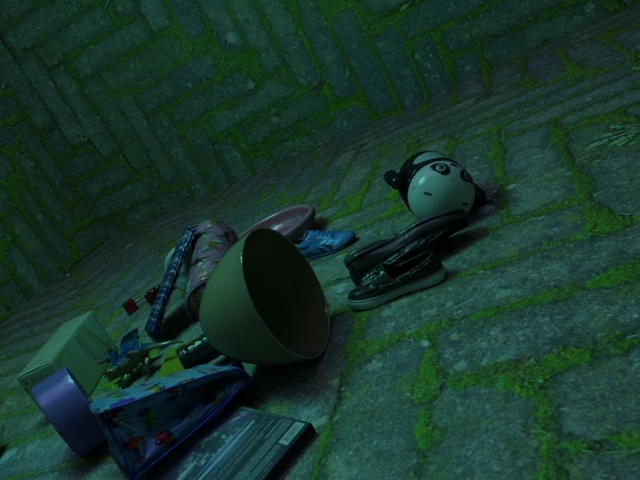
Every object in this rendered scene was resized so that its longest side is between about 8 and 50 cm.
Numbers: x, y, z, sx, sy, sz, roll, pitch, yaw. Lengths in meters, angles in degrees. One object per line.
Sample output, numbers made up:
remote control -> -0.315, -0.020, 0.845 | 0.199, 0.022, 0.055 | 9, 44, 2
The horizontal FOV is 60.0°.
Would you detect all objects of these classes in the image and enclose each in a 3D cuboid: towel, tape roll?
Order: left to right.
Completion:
tape roll -> -0.541, 0.374, 1.215 | 0.080, 0.189, 0.189 | -37, 20, -24
towel -> -0.457, 0.128, 1.686 | 0.243, 0.040, 0.336 | -17, 53, 68
towel -> -0.353, 0.317, 1.379 | 0.102, 0.021, 0.237 | -23, 18, 3

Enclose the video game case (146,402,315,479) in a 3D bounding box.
video game case -> -0.159, 0.366, 0.945 | 0.274, 0.026, 0.196 | -8, 26, 49

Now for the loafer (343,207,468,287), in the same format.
loafer -> 0.206, 0.026, 1.278 | 0.302, 0.095, 0.109 | -24, -24, 8

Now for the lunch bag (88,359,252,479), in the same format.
lunch bag -> -0.284, 0.313, 1.098 | 0.293, 0.138, 0.221 | -27, 2, -29

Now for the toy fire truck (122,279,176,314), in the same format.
toy fire truck -> -0.626, 0.199, 2.059 | 0.135, 0.047, 0.192 | -10, 24, 47

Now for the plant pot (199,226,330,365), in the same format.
plant pot -> -0.138, 0.140, 1.149 | 0.191, 0.284, 0.284 | -27, 16, 24

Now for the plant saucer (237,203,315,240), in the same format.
plant saucer -> -0.157, -0.009, 1.886 | 0.332, 0.084, 0.332 | -24, 18, 8

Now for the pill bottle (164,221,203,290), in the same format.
pill bottle -> -0.434, 0.042, 1.999 | 0.176, 0.176, 0.318 | -25, 18, 11

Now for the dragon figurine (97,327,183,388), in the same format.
dragon figurine -> -0.495, 0.297, 1.482 | 0.289, 0.085, 0.144 | -37, 27, 13

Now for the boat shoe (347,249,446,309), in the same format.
boat shoe -> 0.152, 0.080, 1.191 | 0.228, 0.076, 0.080 | -20, 19, 23

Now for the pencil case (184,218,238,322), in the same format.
pencil case -> -0.306, 0.085, 1.600 | 0.167, 0.160, 0.386 | -50, 26, 17

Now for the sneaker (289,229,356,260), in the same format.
sneaker -> 0.000, 0.000, 1.634 | 0.209, 0.082, 0.069 | -18, 18, 24

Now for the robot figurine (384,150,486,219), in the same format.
robot figurine -> 0.294, -0.141, 1.434 | 0.209, 0.173, 0.278 | -28, 17, 7

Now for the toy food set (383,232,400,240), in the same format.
toy food set -> 0.193, 0.003, 1.407 | 0.192, 0.038, 0.132 | -35, 19, -22

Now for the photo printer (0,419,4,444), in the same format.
photo printer -> -0.919, 0.461, 1.336 | 0.107, 0.307, 0.256 | -27, 21, 6

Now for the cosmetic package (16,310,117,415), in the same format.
cosmetic package -> -0.714, 0.350, 1.592 | 0.113, 0.160, 0.309 | -25, 19, 6

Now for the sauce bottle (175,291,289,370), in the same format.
sauce bottle -> -0.173, 0.194, 1.301 | 0.344, 0.111, 0.111 | -31, 18, -11
